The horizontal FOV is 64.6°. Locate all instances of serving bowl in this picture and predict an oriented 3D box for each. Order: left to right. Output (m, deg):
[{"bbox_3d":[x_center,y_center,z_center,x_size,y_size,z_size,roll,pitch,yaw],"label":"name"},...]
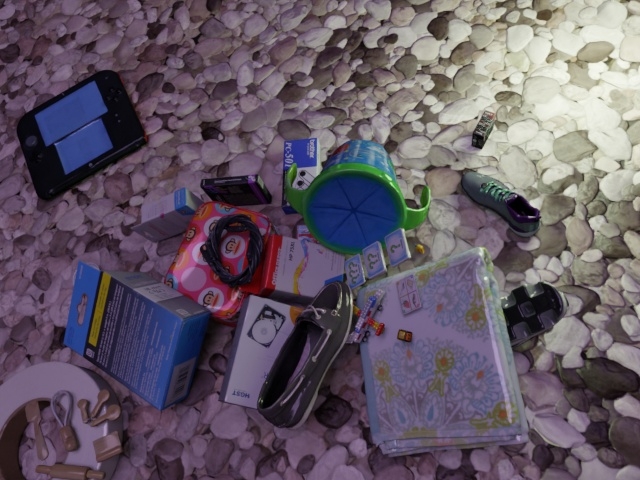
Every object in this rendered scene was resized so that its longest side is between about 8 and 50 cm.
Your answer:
[{"bbox_3d":[-0.643,0.105,1.405,0.083,0.027,0.084,-5,66,11],"label":"serving bowl"}]

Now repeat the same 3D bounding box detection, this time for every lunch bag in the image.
[{"bbox_3d":[-0.229,0.059,1.274,0.258,0.120,0.293,15,71,19],"label":"lunch bag"}]

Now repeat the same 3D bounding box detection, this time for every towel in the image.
[{"bbox_3d":[0.230,0.233,1.037,0.320,0.090,0.375,-22,64,35],"label":"towel"}]

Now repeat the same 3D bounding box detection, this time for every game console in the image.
[{"bbox_3d":[-0.769,-0.349,1.615,0.386,0.060,0.342,-30,63,0],"label":"game console"}]

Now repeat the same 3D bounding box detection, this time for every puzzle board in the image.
[{"bbox_3d":[0.000,0.000,1.304,0.128,0.011,0.097,-4,66,12],"label":"puzzle board"}]

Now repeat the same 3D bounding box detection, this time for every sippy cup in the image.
[{"bbox_3d":[0.088,-0.122,1.207,0.240,0.305,0.224,-39,22,33],"label":"sippy cup"}]

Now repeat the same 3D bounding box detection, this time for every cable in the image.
[{"bbox_3d":[-0.197,0.024,1.187,0.150,0.047,0.184,-43,58,1],"label":"cable"}]

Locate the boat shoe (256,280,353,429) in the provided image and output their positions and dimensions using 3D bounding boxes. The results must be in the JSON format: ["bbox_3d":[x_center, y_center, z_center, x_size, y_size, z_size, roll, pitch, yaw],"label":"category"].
[{"bbox_3d":[-0.027,0.221,1.053,0.112,0.095,0.335,0,59,46],"label":"boat shoe"}]

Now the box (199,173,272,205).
[{"bbox_3d":[-0.224,-0.132,1.357,0.161,0.116,0.029,-4,65,12],"label":"box"}]

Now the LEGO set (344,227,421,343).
[{"bbox_3d":[0.119,0.112,1.079,0.182,0.060,0.245,-32,53,36],"label":"LEGO set"}]

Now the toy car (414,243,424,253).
[{"bbox_3d":[0.219,-0.026,1.246,0.122,0.040,0.060,38,80,25],"label":"toy car"}]

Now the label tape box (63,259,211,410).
[{"bbox_3d":[-0.444,0.209,1.213,0.333,0.106,0.241,25,106,22],"label":"label tape box"}]

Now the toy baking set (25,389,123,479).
[{"bbox_3d":[-0.567,0.444,1.165,0.255,0.030,0.197,-2,61,5],"label":"toy baking set"}]

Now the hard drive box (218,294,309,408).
[{"bbox_3d":[-0.108,0.260,1.132,0.180,0.089,0.232,17,70,-16],"label":"hard drive box"}]

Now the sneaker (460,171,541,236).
[{"bbox_3d":[0.430,-0.107,1.197,0.083,0.098,0.223,-44,65,-7],"label":"sneaker"}]

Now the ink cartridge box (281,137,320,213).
[{"bbox_3d":[-0.051,-0.177,1.373,0.097,0.046,0.207,-5,66,11],"label":"ink cartridge box"}]

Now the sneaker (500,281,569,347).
[{"bbox_3d":[0.367,0.191,1.083,0.330,0.146,0.123,-25,67,30],"label":"sneaker"}]

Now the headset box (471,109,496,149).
[{"bbox_3d":[0.419,-0.286,1.297,0.032,0.062,0.083,27,75,22],"label":"headset box"}]

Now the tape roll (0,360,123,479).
[{"bbox_3d":[-0.671,0.491,1.223,0.391,0.072,0.393,-5,67,11],"label":"tape roll"}]

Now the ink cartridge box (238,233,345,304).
[{"bbox_3d":[-0.065,0.071,1.194,0.230,0.078,0.134,13,67,-16],"label":"ink cartridge box"}]

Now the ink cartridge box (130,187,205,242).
[{"bbox_3d":[-0.409,-0.066,1.369,0.181,0.104,0.062,-20,59,15],"label":"ink cartridge box"}]
